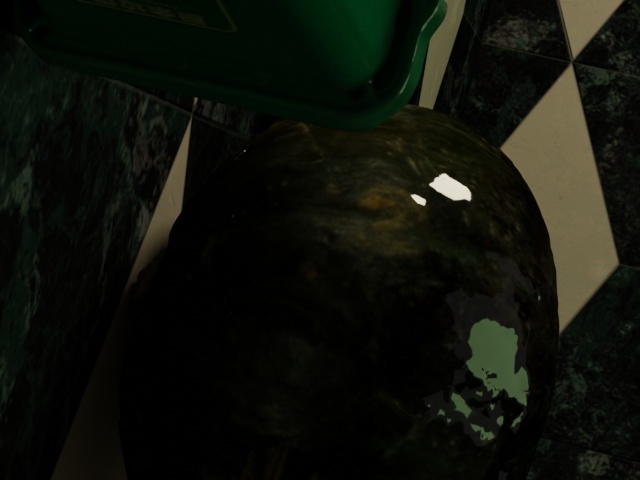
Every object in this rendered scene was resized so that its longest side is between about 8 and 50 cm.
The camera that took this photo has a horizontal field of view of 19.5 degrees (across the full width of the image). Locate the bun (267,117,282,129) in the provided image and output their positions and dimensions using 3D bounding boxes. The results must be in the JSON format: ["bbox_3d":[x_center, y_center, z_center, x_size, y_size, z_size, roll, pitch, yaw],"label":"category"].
[{"bbox_3d":[0.000,0.000,1.875,0.259,0.152,0.259,12,90,-78],"label":"bun"}]

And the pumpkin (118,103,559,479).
[{"bbox_3d":[0.010,0.096,1.522,0.454,0.344,0.454,-167,-90,-84],"label":"pumpkin"}]

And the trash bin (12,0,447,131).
[{"bbox_3d":[-0.058,-0.249,0.968,0.381,0.259,0.295,46,58,-74],"label":"trash bin"}]
